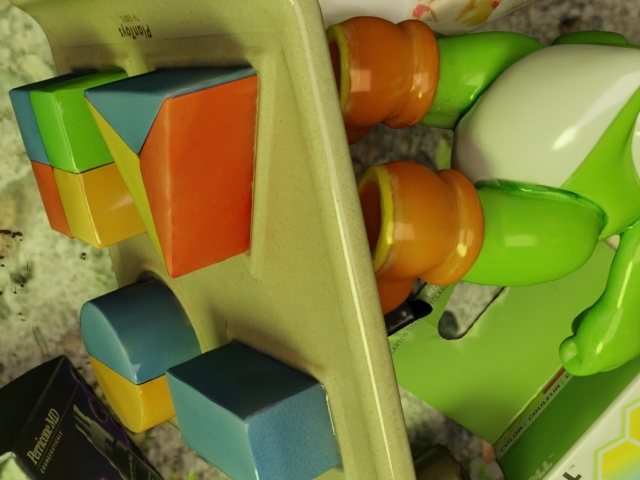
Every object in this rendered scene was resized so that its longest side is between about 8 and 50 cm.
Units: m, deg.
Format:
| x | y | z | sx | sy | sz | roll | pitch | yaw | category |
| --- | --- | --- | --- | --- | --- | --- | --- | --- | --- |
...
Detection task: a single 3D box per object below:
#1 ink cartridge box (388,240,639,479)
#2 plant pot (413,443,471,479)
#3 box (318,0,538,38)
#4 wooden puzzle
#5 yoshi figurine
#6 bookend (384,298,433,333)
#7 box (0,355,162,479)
| x | y | z | sx | sy | sz | roll | pitch | yaw | category |
| --- | --- | --- | --- | --- | --- | --- | --- | --- | --- |
| 0.188 | 0.107 | 0.694 | 0.255 | 0.097 | 0.189 | 35 | 103 | -12 | ink cartridge box |
| 0.062 | 0.244 | 0.701 | 0.165 | 0.167 | 0.167 | -39 | 105 | -4 | plant pot |
| 0.038 | -0.146 | 0.626 | 0.324 | 0.067 | 0.063 | -23 | 106 | 6 | box |
| -0.079 | 0.020 | 0.548 | 0.080 | 0.322 | 0.348 | -27 | 111 | -27 | wooden puzzle |
| 0.169 | -0.043 | 0.585 | 0.362 | 0.203 | 0.204 | -4 | 118 | -16 | yoshi figurine |
| 0.000 | 0.000 | 0.642 | 0.072 | 0.157 | 0.156 | -31 | 81 | 7 | bookend |
| -0.178 | 0.211 | 0.682 | 0.108 | 0.153 | 0.207 | -32 | 106 | 7 | box |
